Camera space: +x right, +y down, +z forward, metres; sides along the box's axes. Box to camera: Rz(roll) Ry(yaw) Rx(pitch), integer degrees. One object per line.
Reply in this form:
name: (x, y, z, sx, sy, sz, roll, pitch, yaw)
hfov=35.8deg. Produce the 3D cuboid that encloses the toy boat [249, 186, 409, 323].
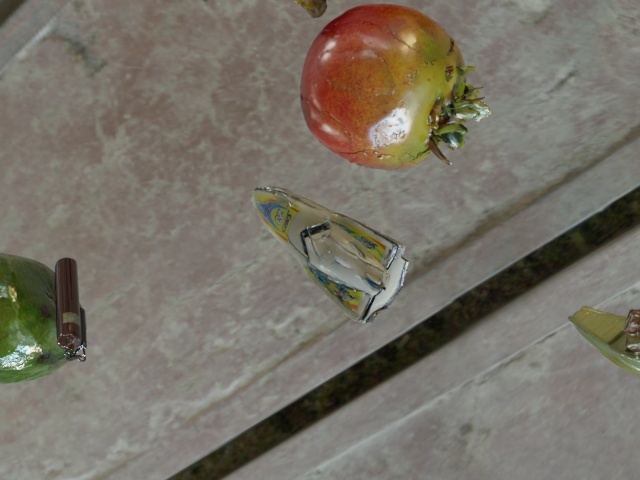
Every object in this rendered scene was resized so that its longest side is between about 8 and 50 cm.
toy boat: (0.000, 0.000, 0.958, 0.210, 0.066, 0.084, 33, 109, 34)

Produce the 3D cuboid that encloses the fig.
fig: (-0.476, 0.136, 1.419, 0.235, 0.203, 0.203, -35, 81, 8)

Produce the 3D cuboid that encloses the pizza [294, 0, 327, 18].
pizza: (-0.059, -0.345, 1.234, 0.041, 0.131, 0.178, -44, 104, 12)

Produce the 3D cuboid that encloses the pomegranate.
pomegranate: (0.087, -0.183, 1.212, 0.235, 0.210, 0.210, 27, 108, 23)

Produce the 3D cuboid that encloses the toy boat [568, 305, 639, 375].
toy boat: (0.338, 0.102, 1.031, 0.172, 0.065, 0.066, 12, 126, 51)

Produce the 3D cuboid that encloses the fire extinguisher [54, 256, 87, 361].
fire extinguisher: (-0.303, 0.093, 1.206, 0.035, 0.173, 0.049, -7, 132, -10)
